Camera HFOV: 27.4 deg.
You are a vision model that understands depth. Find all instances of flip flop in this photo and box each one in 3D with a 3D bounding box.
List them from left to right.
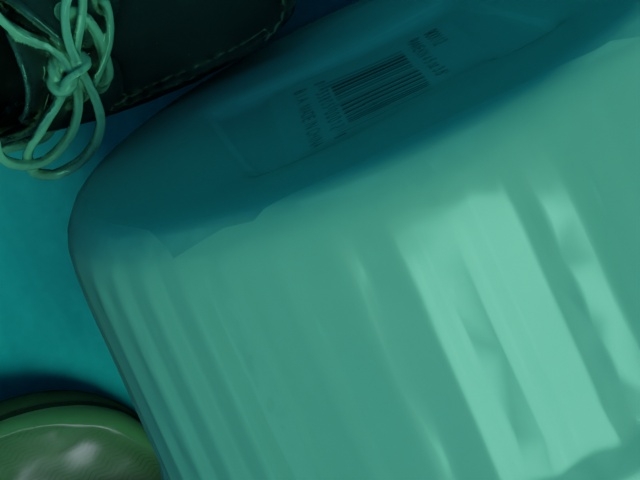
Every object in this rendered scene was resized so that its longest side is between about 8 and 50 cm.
[{"bbox_3d":[-0.092,0.169,0.656,0.112,0.080,0.277,-41,127,3],"label":"flip flop"}]

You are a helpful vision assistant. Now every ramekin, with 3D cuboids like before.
[{"bbox_3d":[0.041,-0.007,0.496,0.277,0.277,0.135,-28,109,-6],"label":"ramekin"}]

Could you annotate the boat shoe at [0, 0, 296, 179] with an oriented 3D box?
[{"bbox_3d":[-0.122,-0.075,0.499,0.254,0.079,0.095,-10,122,-19],"label":"boat shoe"}]
